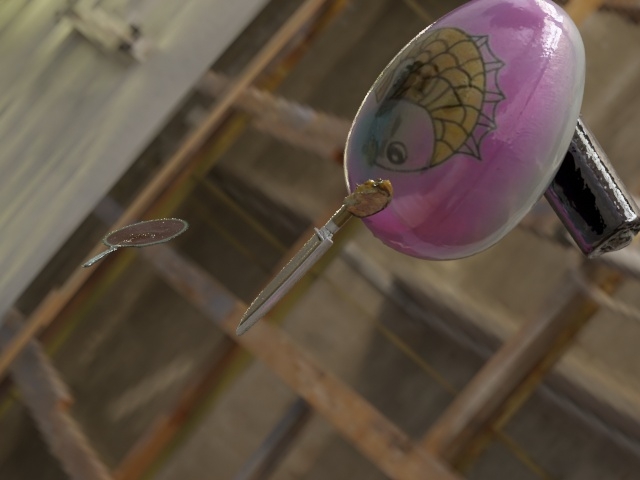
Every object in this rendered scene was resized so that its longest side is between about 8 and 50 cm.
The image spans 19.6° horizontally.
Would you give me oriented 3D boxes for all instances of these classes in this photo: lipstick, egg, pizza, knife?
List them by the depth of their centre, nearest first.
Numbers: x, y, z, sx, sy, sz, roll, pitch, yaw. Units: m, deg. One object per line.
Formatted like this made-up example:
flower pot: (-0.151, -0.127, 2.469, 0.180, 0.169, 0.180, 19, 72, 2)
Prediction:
pizza: (0.041, -0.036, 1.528, 0.083, 0.037, 0.016, 124, -34, -69)
egg: (0.138, -0.109, 1.740, 0.271, 0.196, 0.196, -58, -160, -5)
knife: (-0.001, -0.001, 1.878, 0.256, 0.022, 0.046, -47, -160, 6)
lipstick: (0.231, -0.117, 1.923, 0.081, 0.299, 0.081, -27, 161, -10)

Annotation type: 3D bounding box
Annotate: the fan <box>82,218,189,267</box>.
fan: (-0.180, 0.001, 1.751, 0.085, 0.005, 0.133, 3, -159, 37)
